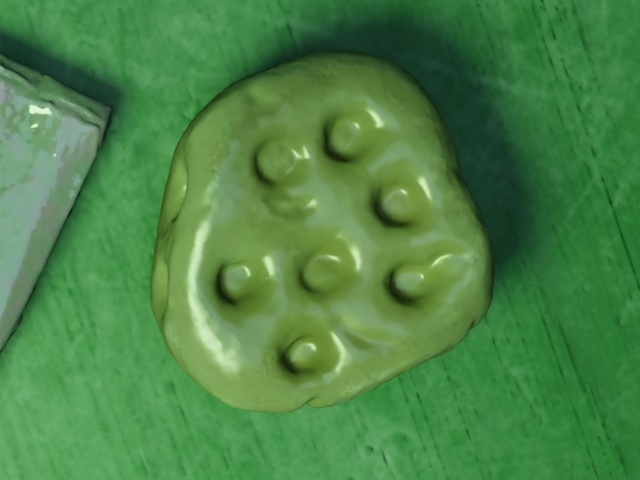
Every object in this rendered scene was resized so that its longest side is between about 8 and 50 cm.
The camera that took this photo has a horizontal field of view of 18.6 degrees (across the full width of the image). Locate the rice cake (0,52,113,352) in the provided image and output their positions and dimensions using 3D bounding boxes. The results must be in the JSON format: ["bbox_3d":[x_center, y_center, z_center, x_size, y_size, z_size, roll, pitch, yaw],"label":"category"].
[{"bbox_3d":[-0.236,0.030,1.214,0.106,0.050,0.298,26,87,-9],"label":"rice cake"}]

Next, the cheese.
[{"bbox_3d":[0.000,0.000,1.221,0.218,0.117,0.235,33,85,-11],"label":"cheese"}]
